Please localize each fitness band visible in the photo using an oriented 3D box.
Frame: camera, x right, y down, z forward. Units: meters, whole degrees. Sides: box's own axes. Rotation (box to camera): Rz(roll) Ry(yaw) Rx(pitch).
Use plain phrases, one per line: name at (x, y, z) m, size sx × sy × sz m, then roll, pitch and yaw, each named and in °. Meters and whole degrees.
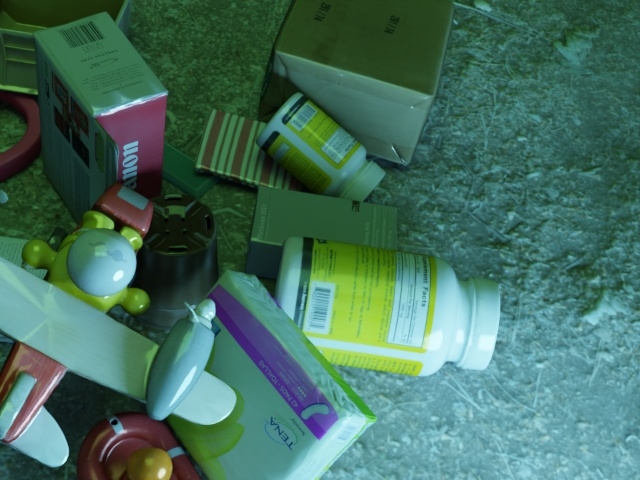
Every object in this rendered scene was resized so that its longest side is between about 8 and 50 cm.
fitness band at (-0.611, -0.171, 1.920) m, size 0.291 × 0.054 × 0.209 m, roll -35°, pitch 64°, yaw -31°

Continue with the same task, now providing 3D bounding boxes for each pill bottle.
pill bottle at (0.095, 0.106, 1.729) m, size 0.334 × 0.188 × 0.188 m, roll 9°, pitch 50°, yaw -4°
pill bottle at (0.002, -0.146, 1.940) m, size 0.208 × 0.119 × 0.119 m, roll 41°, pitch 53°, yaw -1°

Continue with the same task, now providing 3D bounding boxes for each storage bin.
storage bin at (-0.486, -0.376, 2.031) m, size 0.260 × 0.123 × 0.262 m, roll 9°, pitch 36°, yaw -3°

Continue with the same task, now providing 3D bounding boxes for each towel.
towel at (-0.118, -0.150, 1.997) m, size 0.197 × 0.029 × 0.144 m, roll 16°, pitch 52°, yaw -5°

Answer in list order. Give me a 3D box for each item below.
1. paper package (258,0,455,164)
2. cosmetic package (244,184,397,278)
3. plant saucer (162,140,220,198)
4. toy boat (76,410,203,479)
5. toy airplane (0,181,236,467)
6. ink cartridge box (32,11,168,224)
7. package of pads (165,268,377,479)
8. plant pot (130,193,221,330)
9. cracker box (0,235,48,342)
paper package at (0.070, -0.335, 2.087) m, size 0.309 × 0.168 × 0.325 m, roll 16°, pitch 46°, yaw -1°
cosmetic package at (0.000, 0.000, 1.857) m, size 0.238 × 0.107 × 0.127 m, roll 9°, pitch 51°, yaw -7°
plant saucer at (-0.270, -0.142, 1.981) m, size 0.192 × 0.018 × 0.067 m, roll 33°, pitch 53°, yaw 15°
toy boat at (-0.231, 0.324, 1.511) m, size 0.151 × 0.151 × 0.231 m, roll -24°, pitch 58°, yaw -27°
toy airplane at (-0.328, 0.090, 1.454) m, size 0.386 × 0.272 × 0.384 m, roll -8°, pitch 64°, yaw -37°
ink cartridge box at (-0.332, -0.147, 1.782) m, size 0.130 × 0.309 × 0.272 m, roll -23°, pitch 59°, yaw -26°
package of pads at (-0.100, 0.223, 1.580) m, size 0.296 × 0.229 × 0.101 m, roll 47°, pitch 15°, yaw 27°
plant pot at (-0.227, 0.026, 1.752) m, size 0.167 × 0.165 × 0.167 m, roll 6°, pitch 50°, yaw -7°
cracker box at (-0.462, 0.077, 1.731) m, size 0.232 × 0.067 × 0.156 m, roll 7°, pitch 50°, yaw -3°
